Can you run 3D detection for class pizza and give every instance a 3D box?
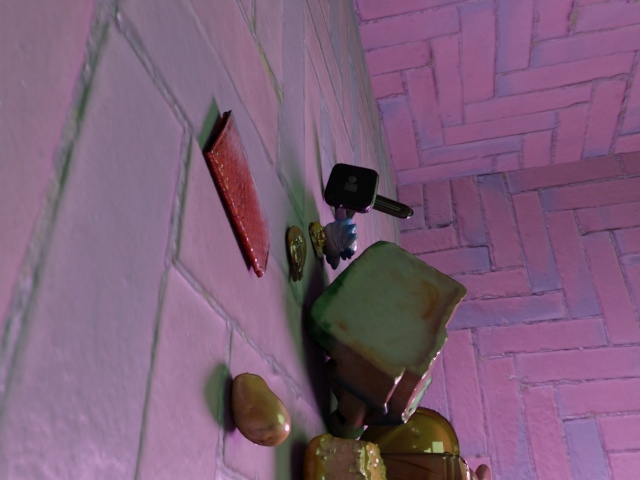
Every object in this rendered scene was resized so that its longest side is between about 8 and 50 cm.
[{"bbox_3d":[0.001,-0.001,1.237,0.083,0.025,0.078,-32,112,-79],"label":"pizza"}]

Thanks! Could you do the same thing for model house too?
[{"bbox_3d":[0.104,0.214,1.194,0.312,0.245,0.280,-43,159,-45],"label":"model house"}]

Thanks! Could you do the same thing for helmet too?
[{"bbox_3d":[0.134,0.427,1.194,0.140,0.257,0.205,32,22,-47],"label":"helmet"}]

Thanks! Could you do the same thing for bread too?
[{"bbox_3d":[0.130,0.428,1.036,0.107,0.241,0.136,-77,157,-49],"label":"bread"},{"bbox_3d":[0.036,0.408,0.898,0.174,0.121,0.245,42,45,-59],"label":"bread"}]

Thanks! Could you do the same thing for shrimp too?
[{"bbox_3d":[-0.042,0.019,1.025,0.108,0.023,0.059,-86,154,-45],"label":"shrimp"}]

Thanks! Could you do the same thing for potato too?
[{"bbox_3d":[-0.068,0.186,0.681,0.062,0.068,0.083,3,59,-40],"label":"potato"}]

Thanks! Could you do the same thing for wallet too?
[{"bbox_3d":[-0.099,-0.056,0.791,0.103,0.020,0.196,-85,163,-51],"label":"wallet"}]

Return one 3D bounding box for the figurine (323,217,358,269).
[{"bbox_3d":[0.039,-0.003,1.295,0.114,0.079,0.114,-167,-90,-74],"label":"figurine"}]

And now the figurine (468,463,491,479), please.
[{"bbox_3d":[0.282,0.620,1.081,0.154,0.193,0.421,31,42,-59],"label":"figurine"}]

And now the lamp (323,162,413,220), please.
[{"bbox_3d":[0.124,-0.090,1.510,0.283,0.203,0.124,43,60,-79],"label":"lamp"}]
